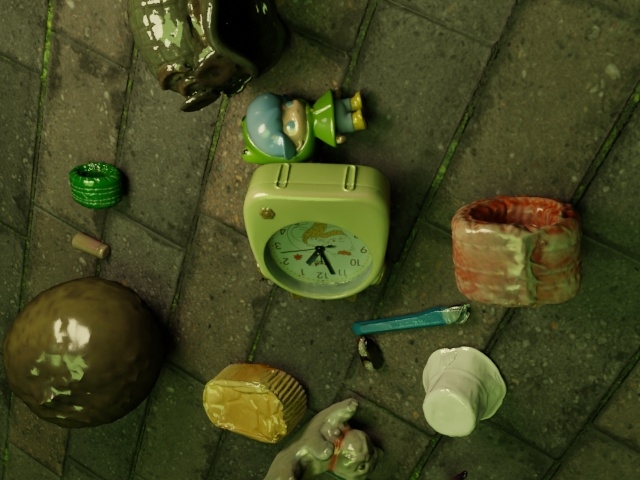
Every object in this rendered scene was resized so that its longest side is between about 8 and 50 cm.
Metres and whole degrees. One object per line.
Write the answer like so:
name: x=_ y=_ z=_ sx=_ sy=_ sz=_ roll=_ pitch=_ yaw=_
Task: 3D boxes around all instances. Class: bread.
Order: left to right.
bread: x=-0.162 y=0.402 z=1.730 sx=0.250 sy=0.133 sz=0.179 roll=1 pitch=111 yaw=25

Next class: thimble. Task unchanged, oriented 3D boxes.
thimble: x=-0.555 y=-0.137 z=1.697 sx=0.130 sy=0.118 sz=0.090 roll=34 pitch=132 yaw=42
thimble: x=0.351 y=0.013 z=1.236 sx=0.239 sy=0.239 sz=0.162 roll=4 pitch=109 yaw=25

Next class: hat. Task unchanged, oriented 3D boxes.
hat: x=0.294 y=0.343 z=1.482 sx=0.203 sy=0.126 sz=0.203 roll=12 pitch=121 yaw=21

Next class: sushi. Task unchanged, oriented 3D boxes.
sushi: x=0.111 y=0.260 z=1.594 sx=0.046 sy=0.044 sz=0.083 roll=-4 pitch=110 yaw=51

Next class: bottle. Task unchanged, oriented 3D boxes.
bottle: x=-0.612 y=0.015 z=1.835 sx=0.096 sy=0.045 sz=0.045 roll=22 pitch=120 yaw=13

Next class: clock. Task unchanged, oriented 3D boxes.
clock: x=0.000 y=0.000 z=1.425 sx=0.285 sy=0.117 sz=0.349 roll=3 pitch=137 yaw=6

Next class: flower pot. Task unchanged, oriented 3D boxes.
flower pot: x=-0.211 y=-0.404 z=1.309 sx=0.213 sy=0.302 sz=0.302 roll=-7 pitch=109 yaw=26

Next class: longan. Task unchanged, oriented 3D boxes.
longan: x=-0.586 y=0.284 z=1.737 sx=0.390 sy=0.391 sz=0.391 roll=11 pitch=116 yaw=22

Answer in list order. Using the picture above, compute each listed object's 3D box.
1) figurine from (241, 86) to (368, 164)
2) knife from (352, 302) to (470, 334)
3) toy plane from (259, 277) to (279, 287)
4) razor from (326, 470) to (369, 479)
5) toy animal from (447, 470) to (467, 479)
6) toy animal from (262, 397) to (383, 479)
figurine: x=-0.036 y=-0.230 z=1.380 sx=0.263 sy=0.143 sz=0.162 roll=-10 pitch=69 yaw=12
knife: x=0.197 y=0.176 z=1.517 sx=0.296 sy=0.026 sz=0.044 roll=-12 pitch=104 yaw=33
toy plane: x=-0.101 y=0.071 z=1.614 sx=0.049 sy=0.031 sz=0.121 roll=45 pitch=127 yaw=12
razor: x=0.057 y=0.605 z=1.768 sx=0.277 sy=0.056 sz=0.111 roll=28 pitch=120 yaw=21
toy animal: x=0.324 y=0.668 z=1.634 sx=0.195 sy=0.090 sz=0.324 roll=-21 pitch=111 yaw=26
toy animal: x=-0.003 y=0.564 z=1.665 sx=0.188 sy=0.308 sz=0.266 roll=46 pitch=144 yaw=-21
